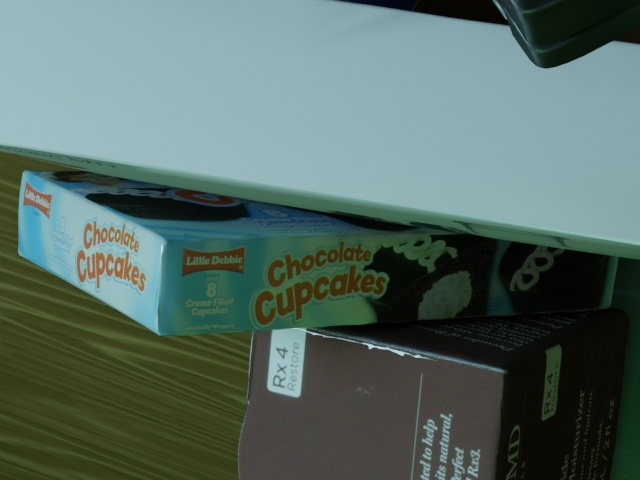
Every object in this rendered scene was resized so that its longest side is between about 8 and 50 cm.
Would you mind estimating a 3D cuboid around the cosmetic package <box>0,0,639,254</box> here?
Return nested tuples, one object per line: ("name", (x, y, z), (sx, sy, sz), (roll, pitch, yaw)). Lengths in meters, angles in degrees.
("cosmetic package", (0.015, -0.061, 0.976), (0.377, 0.097, 0.284), (9, 178, 9))

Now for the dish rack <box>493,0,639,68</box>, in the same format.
("dish rack", (0.031, -0.196, 0.723), (0.271, 0.074, 0.208), (57, -177, 16))

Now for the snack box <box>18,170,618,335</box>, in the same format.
("snack box", (0.000, 0.000, 1.173), (0.322, 0.060, 0.187), (-2, -166, -33))

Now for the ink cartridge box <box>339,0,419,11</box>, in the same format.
("ink cartridge box", (-0.092, -0.203, 1.041), (0.307, 0.072, 0.303), (-3, 149, 45))

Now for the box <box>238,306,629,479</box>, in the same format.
("box", (0.071, 0.123, 1.186), (0.167, 0.169, 0.203), (12, -167, 27))

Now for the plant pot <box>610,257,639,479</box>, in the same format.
("plant pot", (0.198, 0.128, 1.363), (0.290, 0.195, 0.290), (18, 161, 7))
